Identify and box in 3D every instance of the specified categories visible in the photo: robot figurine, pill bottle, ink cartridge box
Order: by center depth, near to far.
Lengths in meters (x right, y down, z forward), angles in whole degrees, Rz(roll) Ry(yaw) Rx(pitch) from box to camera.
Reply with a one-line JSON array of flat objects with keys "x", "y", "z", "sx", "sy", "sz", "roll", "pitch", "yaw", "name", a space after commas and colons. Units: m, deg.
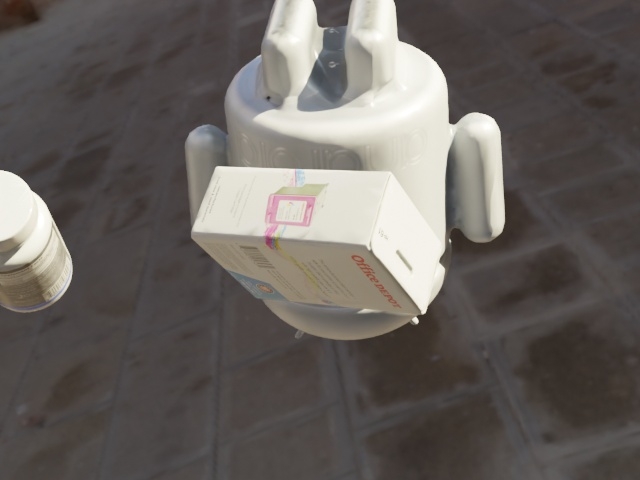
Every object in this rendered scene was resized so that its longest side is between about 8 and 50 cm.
[{"x": 0.000, "y": 0.000, "z": 0.698, "sx": 0.122, "sy": 0.088, "sz": 0.052, "roll": 5, "pitch": 64, "yaw": 30, "name": "ink cartridge box"}, {"x": -0.258, "y": 0.001, "z": 0.975, "sx": 0.078, "sy": 0.078, "sz": 0.137, "roll": -25, "pitch": -23, "yaw": -11, "name": "pill bottle"}, {"x": 0.020, "y": -0.052, "z": 1.092, "sx": 0.300, "sy": 0.353, "sz": 0.199, "roll": 0, "pitch": 35, "yaw": 10, "name": "robot figurine"}]
